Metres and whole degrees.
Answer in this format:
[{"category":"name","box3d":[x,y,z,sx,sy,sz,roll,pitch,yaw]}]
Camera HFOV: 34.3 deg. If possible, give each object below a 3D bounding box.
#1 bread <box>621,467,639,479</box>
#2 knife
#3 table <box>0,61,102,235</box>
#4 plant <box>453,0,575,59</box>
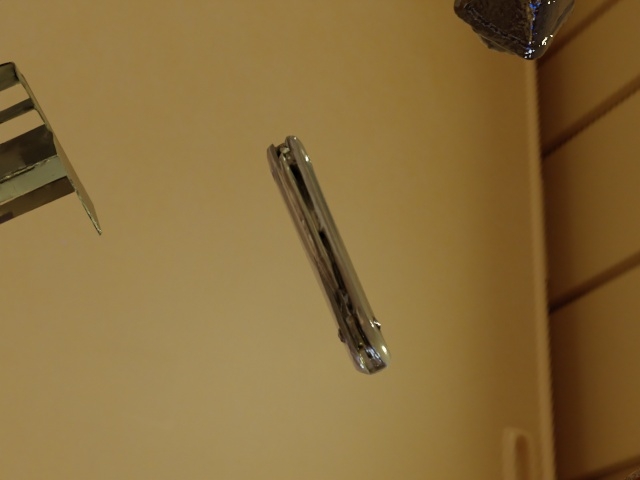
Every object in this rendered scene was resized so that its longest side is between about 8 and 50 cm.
[{"category":"bread","box3d":[0.423,0.349,1.321,0.126,0.044,0.129,-30,-128,6]},{"category":"knife","box3d":[0.001,0.002,0.930,0.073,0.041,0.265,66,1,-51]},{"category":"table","box3d":[-0.307,-0.054,0.957,0.062,0.146,0.175,-120,-173,-49]},{"category":"plant","box3d":[0.301,-0.370,1.585,0.142,0.164,0.256,-56,173,-13]}]
